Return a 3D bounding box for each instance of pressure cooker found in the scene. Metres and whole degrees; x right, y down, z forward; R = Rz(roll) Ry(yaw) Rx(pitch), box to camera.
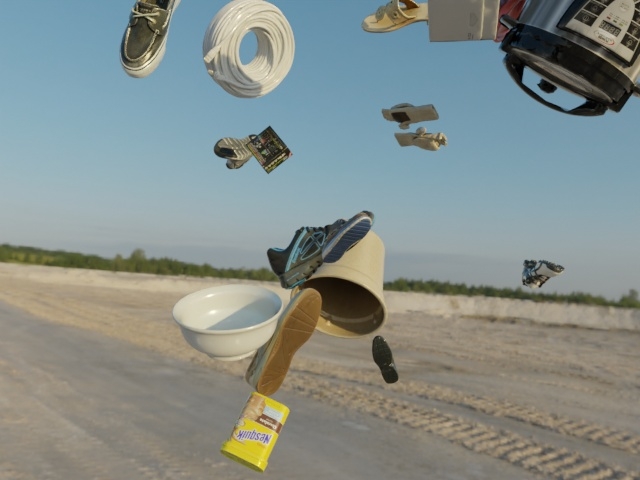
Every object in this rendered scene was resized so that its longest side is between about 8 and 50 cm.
[{"bbox_3d":[0.714,-0.551,1.617,0.375,0.420,0.370,15,22,-41],"label":"pressure cooker"}]

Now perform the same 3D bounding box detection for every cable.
[{"bbox_3d":[-0.190,-0.510,1.624,0.089,0.257,0.257,30,-1,40],"label":"cable"}]

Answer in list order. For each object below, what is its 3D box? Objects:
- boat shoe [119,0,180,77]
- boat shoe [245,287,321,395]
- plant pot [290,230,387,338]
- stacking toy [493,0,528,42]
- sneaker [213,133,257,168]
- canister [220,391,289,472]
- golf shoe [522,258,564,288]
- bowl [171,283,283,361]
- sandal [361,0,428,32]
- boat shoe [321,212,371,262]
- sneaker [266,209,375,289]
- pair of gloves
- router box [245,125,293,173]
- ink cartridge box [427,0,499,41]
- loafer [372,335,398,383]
[{"bbox_3d":[-0.469,-0.607,1.642,0.121,0.335,0.119,14,-15,0],"label":"boat shoe"},{"bbox_3d":[-0.119,0.284,1.796,0.121,0.341,0.110,38,-12,-39],"label":"boat shoe"},{"bbox_3d":[0.095,0.122,2.130,0.333,0.305,0.334,10,-43,10],"label":"plant pot"},{"bbox_3d":[0.558,-0.759,1.760,0.130,0.279,0.309,41,-24,21],"label":"stacking toy"},{"bbox_3d":[-0.288,-0.275,2.000,0.132,0.086,0.228,-41,-11,35],"label":"sneaker"},{"bbox_3d":[-0.168,0.497,1.582,0.126,0.170,0.073,23,-32,7],"label":"canister"},{"bbox_3d":[0.688,0.110,1.882,0.077,0.094,0.198,20,-4,-3],"label":"golf shoe"},{"bbox_3d":[-0.247,0.236,1.645,0.297,0.134,0.298,-1,18,0],"label":"bowl"},{"bbox_3d":[0.212,-0.581,1.508,0.240,0.088,0.079,3,-28,19],"label":"sandal"},{"bbox_3d":[0.055,-0.019,1.495,0.066,0.066,0.183,13,-42,-35],"label":"boat shoe"},{"bbox_3d":[0.000,0.000,1.745,0.341,0.140,0.125,-34,-8,4],"label":"sneaker"},{"bbox_3d":[0.340,-0.400,2.174,0.204,0.042,0.240,9,-25,30],"label":"pair of gloves"},{"bbox_3d":[-0.147,-0.258,1.722,0.122,0.092,0.038,54,2,38],"label":"router box"},{"bbox_3d":[0.265,-0.477,1.119,0.127,0.176,0.128,1,-21,13],"label":"ink cartridge box"},{"bbox_3d":[0.197,0.364,1.888,0.062,0.170,0.061,-14,22,6],"label":"loafer"}]
